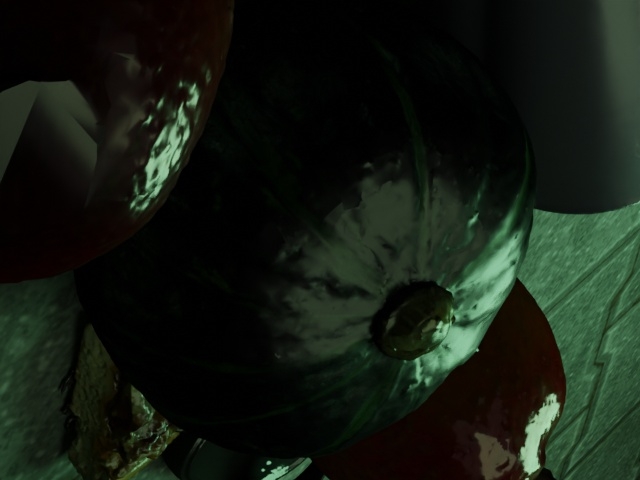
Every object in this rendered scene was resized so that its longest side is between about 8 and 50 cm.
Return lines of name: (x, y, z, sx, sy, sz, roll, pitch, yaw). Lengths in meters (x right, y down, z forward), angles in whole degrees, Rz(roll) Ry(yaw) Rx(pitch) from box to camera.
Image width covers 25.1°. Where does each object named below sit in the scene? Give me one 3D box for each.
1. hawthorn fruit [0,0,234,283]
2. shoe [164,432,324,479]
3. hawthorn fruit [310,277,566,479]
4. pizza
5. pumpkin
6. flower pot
hawthorn fruit: (-0.137, -0.110, 0.605, 0.210, 0.230, 0.266, -57, 179, 37)
shoe: (-0.046, 0.204, 1.330, 0.108, 0.093, 0.241, -56, 153, 9)
hawthorn fruit: (0.117, 0.132, 1.249, 0.254, 0.300, 0.254, -59, -177, 5)
pizza: (-0.128, 0.106, 1.077, 0.154, 0.069, 0.194, -41, 155, -18)
pumpkin: (0.000, 0.000, 0.913, 0.315, 0.238, 0.315, -20, 135, -21)
flower pot: (0.180, -0.196, 0.989, 0.265, 0.265, 0.243, -40, 139, -22)
